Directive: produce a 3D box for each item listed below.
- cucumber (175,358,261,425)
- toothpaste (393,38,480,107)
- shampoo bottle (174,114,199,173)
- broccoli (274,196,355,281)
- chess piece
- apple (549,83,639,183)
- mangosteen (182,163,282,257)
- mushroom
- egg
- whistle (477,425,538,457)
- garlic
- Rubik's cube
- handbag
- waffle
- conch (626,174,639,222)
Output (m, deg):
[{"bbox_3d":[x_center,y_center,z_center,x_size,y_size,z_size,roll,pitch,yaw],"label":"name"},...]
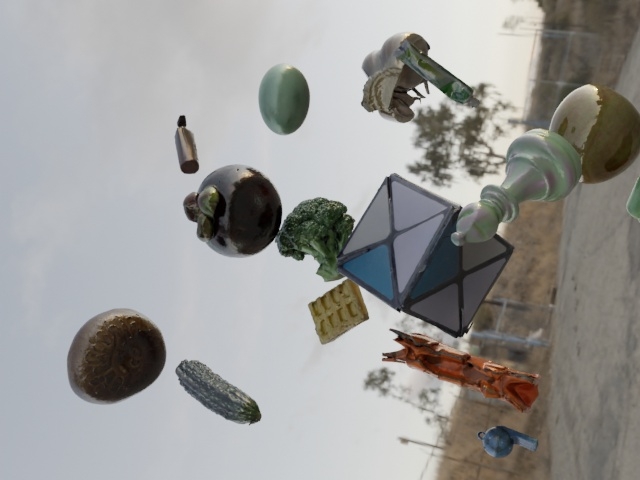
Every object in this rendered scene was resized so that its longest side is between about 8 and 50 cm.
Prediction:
[{"bbox_3d":[-0.215,0.318,1.366,0.077,0.265,0.077,-9,-75,-35],"label":"cucumber"},{"bbox_3d":[0.290,-0.404,1.618,0.047,0.248,0.078,-61,11,-19],"label":"toothpaste"},{"bbox_3d":[-0.444,-0.317,2.165,0.067,0.236,0.068,17,-53,-35],"label":"shampoo bottle"},{"bbox_3d":[0.000,0.000,2.044,0.270,0.270,0.270,67,-162,10],"label":"broccoli"},{"bbox_3d":[0.324,-0.076,1.158,0.271,0.139,0.139,-37,-38,-22],"label":"chess piece"},{"bbox_3d":[0.750,-0.288,1.821,0.234,0.257,0.257,-46,-17,12],"label":"apple"},{"bbox_3d":[-0.250,-0.084,1.899,0.288,0.288,0.288,12,-90,-69],"label":"mangosteen"},{"bbox_3d":[-0.560,0.330,1.839,0.297,0.163,0.278,-34,-58,-42],"label":"mushroom"},{"bbox_3d":[-0.117,-0.454,2.126,0.168,0.168,0.231,2,-92,-69],"label":"egg"},{"bbox_3d":[0.502,0.556,1.795,0.090,0.158,0.090,-40,-41,-47],"label":"whistle"},{"bbox_3d":[0.229,-0.460,1.888,0.292,0.210,0.237,-34,-79,-56],"label":"garlic"},{"bbox_3d":[0.273,0.046,1.751,0.307,0.305,0.310,28,-85,-43],"label":"Rubik's cube"},{"bbox_3d":[0.402,0.362,1.862,0.303,0.410,0.116,32,-104,-64],"label":"handbag"},{"bbox_3d":[0.066,0.260,2.421,0.057,0.274,0.168,-7,-112,-43],"label":"waffle"},{"bbox_3d":[0.892,-0.132,1.698,0.143,0.137,0.251,-86,6,-49],"label":"conch"}]
